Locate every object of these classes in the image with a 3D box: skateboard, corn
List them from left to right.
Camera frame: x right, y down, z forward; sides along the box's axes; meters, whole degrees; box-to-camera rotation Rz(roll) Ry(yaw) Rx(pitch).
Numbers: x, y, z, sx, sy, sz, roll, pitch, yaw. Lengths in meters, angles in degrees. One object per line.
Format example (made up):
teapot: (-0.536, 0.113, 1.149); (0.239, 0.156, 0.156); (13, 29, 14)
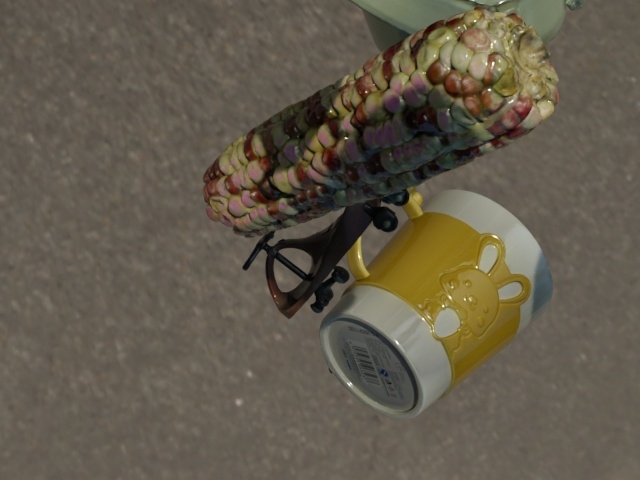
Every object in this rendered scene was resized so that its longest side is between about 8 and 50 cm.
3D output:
skateboard: (0.000, 0.000, 1.134); (0.080, 0.067, 0.151); (36, 115, -4)
corn: (0.034, -0.073, 0.932); (0.281, 0.092, 0.092); (-23, 142, 40)

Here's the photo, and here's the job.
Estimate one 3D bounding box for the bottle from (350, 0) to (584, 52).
bottle: (0.083, -0.269, 1.062); (0.229, 0.229, 0.351); (-22, 131, -6)

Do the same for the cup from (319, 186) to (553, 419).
cup: (0.107, 0.051, 1.514); (0.226, 0.185, 0.241); (-42, 101, -32)
